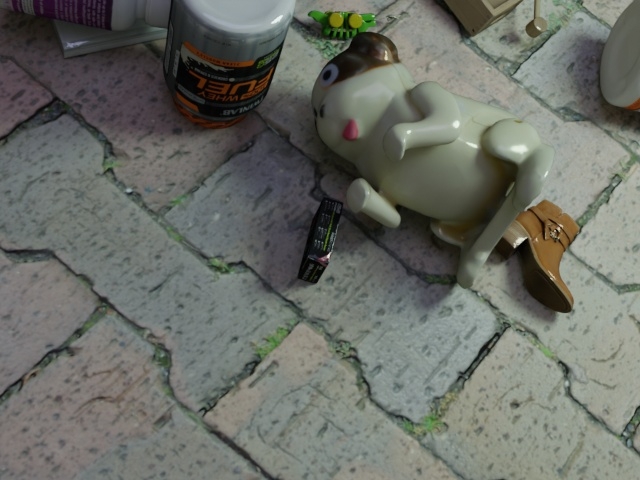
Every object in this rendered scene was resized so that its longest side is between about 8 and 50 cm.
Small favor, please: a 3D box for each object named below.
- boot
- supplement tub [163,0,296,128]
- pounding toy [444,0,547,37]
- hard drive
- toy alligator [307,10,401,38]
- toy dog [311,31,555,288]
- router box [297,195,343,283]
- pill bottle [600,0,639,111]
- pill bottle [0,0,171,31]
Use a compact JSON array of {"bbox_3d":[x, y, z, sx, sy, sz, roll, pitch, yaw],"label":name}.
[{"bbox_3d":[0.424,0.023,1.629,0.152,0.073,0.197,-33,81,-30],"label":"boot"},{"bbox_3d":[-0.161,-0.331,1.501,0.194,0.316,0.193,5,66,-11],"label":"supplement tub"},{"bbox_3d":[0.372,-0.489,1.843,0.181,0.094,0.206,-36,88,-31],"label":"pounding toy"},{"bbox_3d":[-0.354,-0.459,1.666,0.308,0.040,0.203,-17,71,-20],"label":"hard drive"},{"bbox_3d":[0.066,-0.420,1.753,0.190,0.056,0.051,-1,108,-16],"label":"toy alligator"},{"bbox_3d":[0.176,-0.189,1.549,0.408,0.284,0.395,30,49,0],"label":"toy dog"},{"bbox_3d":[0.000,0.000,1.516,0.038,0.092,0.122,18,63,-6],"label":"router box"},{"bbox_3d":[0.790,-0.338,1.801,0.392,0.224,0.224,12,64,-9],"label":"pill bottle"},{"bbox_3d":[-0.398,-0.453,1.535,0.302,0.169,0.169,10,64,-9],"label":"pill bottle"}]
